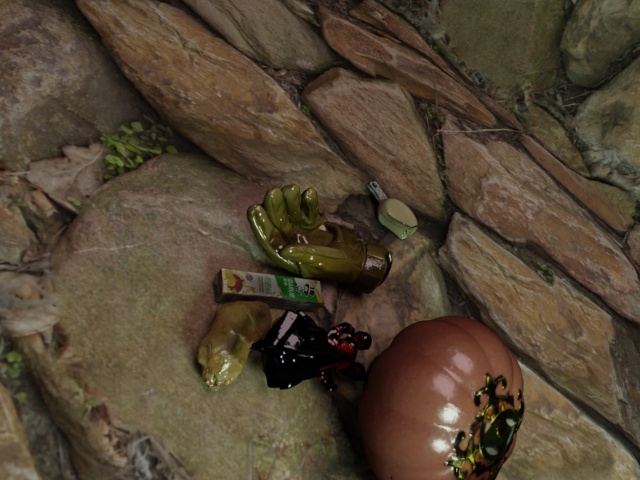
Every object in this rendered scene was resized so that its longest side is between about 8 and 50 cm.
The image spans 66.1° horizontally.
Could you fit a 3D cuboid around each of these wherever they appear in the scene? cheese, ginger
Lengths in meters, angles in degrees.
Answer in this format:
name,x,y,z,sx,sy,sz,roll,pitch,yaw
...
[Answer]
name,x,y,z,sx,sy,sz,roll,pitch,yaw
cheese,0.172,-0.078,1.238,0.171,0.047,0.092,43,40,3
ginger,-0.138,0.157,0.806,0.095,0.069,0.190,62,34,-25

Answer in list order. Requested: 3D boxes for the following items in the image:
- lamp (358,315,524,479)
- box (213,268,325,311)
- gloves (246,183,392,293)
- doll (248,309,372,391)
name,x,y,z,sx,sy,sz,roll,pitch,yaw
lamp,0.187,0.269,0.814,0.305,0.240,0.305,-9,106,-36
box,-0.092,0.095,0.911,0.207,0.041,0.049,10,50,-28
gloves,-0.007,0.004,0.978,0.331,0.141,0.154,26,69,-28
doll,-0.016,0.190,0.833,0.249,0.088,0.127,11,60,-42
